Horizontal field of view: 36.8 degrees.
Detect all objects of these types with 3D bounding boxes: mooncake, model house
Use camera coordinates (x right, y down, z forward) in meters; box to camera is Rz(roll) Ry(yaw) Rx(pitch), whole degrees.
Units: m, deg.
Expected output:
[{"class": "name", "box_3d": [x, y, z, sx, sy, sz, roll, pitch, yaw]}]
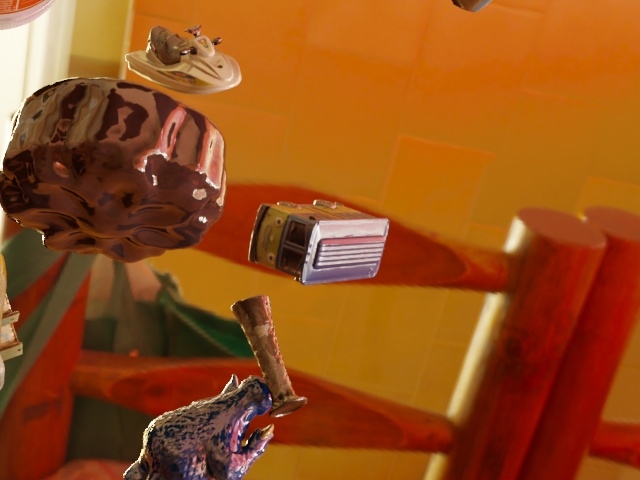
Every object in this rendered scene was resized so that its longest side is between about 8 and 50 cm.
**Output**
[{"class": "mooncake", "box_3d": [-0.254, -0.074, 1.187, 0.283, 0.283, 0.141, 8, 64, -12]}, {"class": "model house", "box_3d": [-0.747, 0.182, 2.079, 0.178, 0.206, 0.271, -23, 24, -26]}]

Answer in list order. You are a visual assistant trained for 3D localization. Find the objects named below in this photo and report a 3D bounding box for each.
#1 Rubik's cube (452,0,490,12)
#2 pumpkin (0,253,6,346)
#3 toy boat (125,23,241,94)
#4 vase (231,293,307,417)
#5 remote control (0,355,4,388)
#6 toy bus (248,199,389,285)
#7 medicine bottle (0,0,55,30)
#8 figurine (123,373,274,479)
[{"class": "Rubik's cube", "box_3d": [0.246, -0.533, 1.111, 0.347, 0.344, 0.346, 50, 41, -6]}, {"class": "pumpkin", "box_3d": [-0.705, 0.076, 1.639, 0.332, 0.332, 0.199, 7, 62, -16]}, {"class": "toy boat", "box_3d": [-0.272, -0.370, 1.950, 0.141, 0.140, 0.269, -11, 17, -43]}, {"class": "vase", "box_3d": [-0.072, 0.160, 1.344, 0.059, 0.059, 0.167, -5, 64, -36]}, {"class": "remote control", "box_3d": [-0.522, 0.156, 1.117, 0.296, 0.056, 0.140, -6, 27, -40]}, {"class": "toy bus", "box_3d": [0.000, 0.000, 2.032, 0.175, 0.138, 0.288, 21, 14, 33]}, {"class": "medicine bottle", "box_3d": [-0.474, -0.458, 1.372, 0.252, 0.252, 0.241, 4, -13, -22]}, {"class": "figurine", "box_3d": [-0.166, 0.275, 1.351, 0.262, 0.120, 0.164, -46, 39, -20]}]
